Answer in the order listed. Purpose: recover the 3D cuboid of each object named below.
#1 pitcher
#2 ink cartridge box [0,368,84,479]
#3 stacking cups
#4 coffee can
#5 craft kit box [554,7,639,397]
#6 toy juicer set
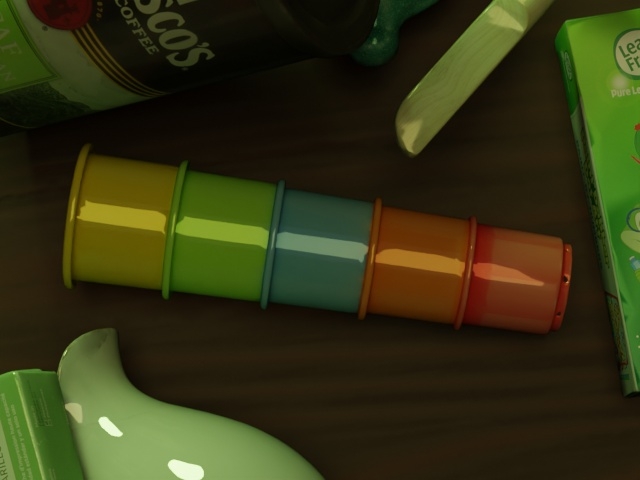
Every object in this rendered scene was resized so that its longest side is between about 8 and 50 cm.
[{"bbox_3d":[-0.097,0.180,1.166,0.207,0.125,0.178,33,101,16],"label":"pitcher"},{"bbox_3d":[-0.246,0.191,1.145,0.235,0.056,0.171,-19,80,20],"label":"ink cartridge box"},{"bbox_3d":[0.000,0.000,1.198,0.316,0.096,0.096,6,81,0],"label":"stacking cups"},{"bbox_3d":[-0.128,-0.178,1.123,0.275,0.201,0.201,-12,80,25],"label":"coffee can"},{"bbox_3d":[0.297,-0.040,1.222,0.250,0.061,0.247,-10,79,-1],"label":"craft kit box"},{"bbox_3d":[0.065,-0.221,1.233,0.209,0.089,0.329,-28,71,-7],"label":"toy juicer set"}]
